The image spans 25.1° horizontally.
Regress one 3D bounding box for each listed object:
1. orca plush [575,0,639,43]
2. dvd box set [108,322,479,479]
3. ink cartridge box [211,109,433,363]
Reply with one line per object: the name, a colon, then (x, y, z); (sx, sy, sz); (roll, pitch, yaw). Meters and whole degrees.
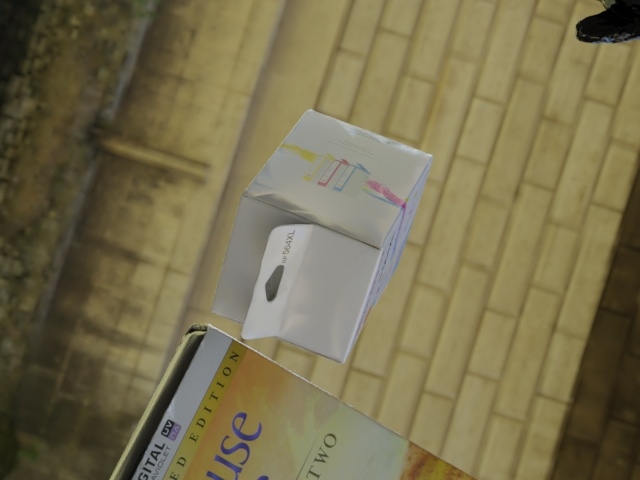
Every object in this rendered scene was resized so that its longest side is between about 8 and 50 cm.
orca plush: (0.237, -0.214, 1.172); (0.102, 0.287, 0.151); (-41, 154, -5)
dvd box set: (0.012, 0.296, 1.123); (0.308, 0.420, 0.062); (-63, -163, -16)
ink cartridge box: (0.000, 0.000, 0.882); (0.143, 0.090, 0.092); (-58, 167, -55)
